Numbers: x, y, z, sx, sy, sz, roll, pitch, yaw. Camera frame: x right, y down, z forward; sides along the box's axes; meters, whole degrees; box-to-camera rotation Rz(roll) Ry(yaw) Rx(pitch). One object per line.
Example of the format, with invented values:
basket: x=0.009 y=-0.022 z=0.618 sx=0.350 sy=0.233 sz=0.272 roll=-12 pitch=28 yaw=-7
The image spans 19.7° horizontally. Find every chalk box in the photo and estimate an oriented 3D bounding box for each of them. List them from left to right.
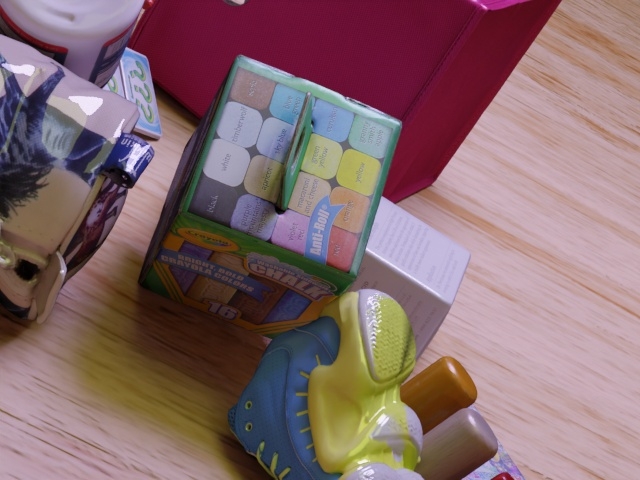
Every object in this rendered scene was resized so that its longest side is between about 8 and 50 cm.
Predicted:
chalk box: x=-0.031 y=-0.032 z=1.295 sx=0.132 sy=0.213 sz=0.132 roll=22 pitch=67 yaw=-9

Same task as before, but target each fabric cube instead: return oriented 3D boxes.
fabric cube: x=0.027 y=-0.200 z=1.683 sx=0.258 sy=0.254 sz=0.259 roll=40 pitch=25 yaw=11

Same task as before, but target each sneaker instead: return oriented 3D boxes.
sneaker: x=0.004 y=0.153 z=1.218 sx=0.091 sy=0.126 sz=0.240 roll=40 pitch=43 yaw=-44

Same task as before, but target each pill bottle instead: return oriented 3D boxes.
pill bottle: x=-0.192 y=-0.157 z=1.329 sx=0.108 sy=0.180 sz=0.108 roll=5 pitch=70 yaw=-15

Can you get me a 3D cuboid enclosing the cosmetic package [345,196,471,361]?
cosmetic package: x=0.000 y=0.000 z=1.483 sx=0.231 sy=0.085 sz=0.117 roll=32 pitch=24 yaw=1

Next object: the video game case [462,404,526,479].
video game case: x=0.111 y=0.163 z=1.402 sx=0.087 sy=0.011 sz=0.122 roll=12 pitch=32 yaw=-40

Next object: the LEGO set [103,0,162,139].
LEGO set: x=-0.181 y=-0.220 z=1.520 sx=0.182 sy=0.060 sz=0.244 roll=21 pitch=54 yaw=-62

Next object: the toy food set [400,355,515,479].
toy food set: x=0.109 y=0.205 z=1.260 sx=0.232 sy=0.104 sz=0.111 roll=54 pitch=13 yaw=4

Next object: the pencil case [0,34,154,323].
pencil case: x=-0.315 y=-0.106 z=1.200 sx=0.410 sy=0.160 sz=0.183 roll=29 pitch=18 yaw=-9
